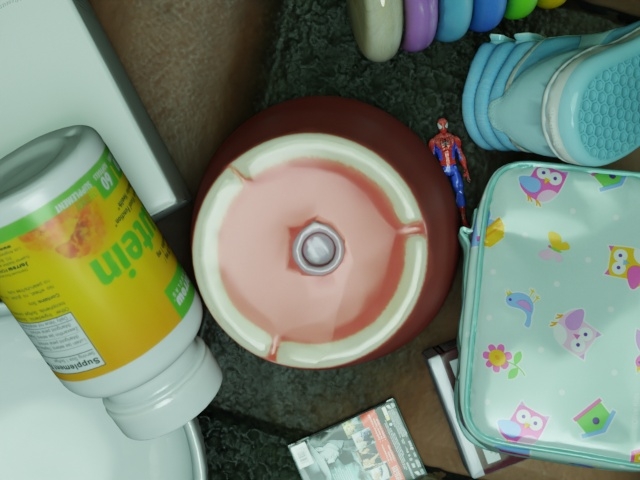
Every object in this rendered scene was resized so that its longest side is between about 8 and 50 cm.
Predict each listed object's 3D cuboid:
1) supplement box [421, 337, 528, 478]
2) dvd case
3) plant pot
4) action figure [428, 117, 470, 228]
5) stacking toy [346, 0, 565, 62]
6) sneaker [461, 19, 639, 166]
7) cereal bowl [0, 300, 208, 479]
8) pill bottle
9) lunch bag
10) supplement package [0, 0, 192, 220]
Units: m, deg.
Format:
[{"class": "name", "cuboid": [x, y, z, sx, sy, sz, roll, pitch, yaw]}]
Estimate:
[{"class": "supplement box", "cuboid": [0.236, 0.130, 1.192, 0.239, 0.073, 0.130, -20, 91, 0]}, {"class": "dvd case", "cuboid": [0.038, 0.223, 1.220, 0.119, 0.013, 0.087, -25, 92, -2]}, {"class": "plant pot", "cuboid": [0.000, 0.000, 1.084, 0.274, 0.243, 0.275, 0, 94, 3]}, {"class": "action figure", "cuboid": [0.130, -0.066, 1.207, 0.038, 0.030, 0.115, -9, 90, 4]}, {"class": "stacking toy", "cuboid": [0.193, -0.264, 1.155, 0.330, 0.141, 0.141, -10, 92, -6]}, {"class": "sneaker", "cuboid": [0.267, -0.168, 1.166, 0.319, 0.208, 0.127, -21, 111, -36]}, {"class": "cereal bowl", "cuboid": [-0.272, 0.221, 1.147, 0.338, 0.141, 0.339, 0, 91, -2]}, {"class": "pill bottle", "cuboid": [-0.181, 0.041, 0.982, 0.136, 0.136, 0.246, -29, 114, 0]}, {"class": "lunch bag", "cuboid": [0.232, 0.065, 1.101, 0.224, 0.108, 0.279, 6, 78, 8]}, {"class": "supplement package", "cuboid": [-0.268, -0.124, 1.118, 0.175, 0.177, 0.293, -28, 92, -1]}]
